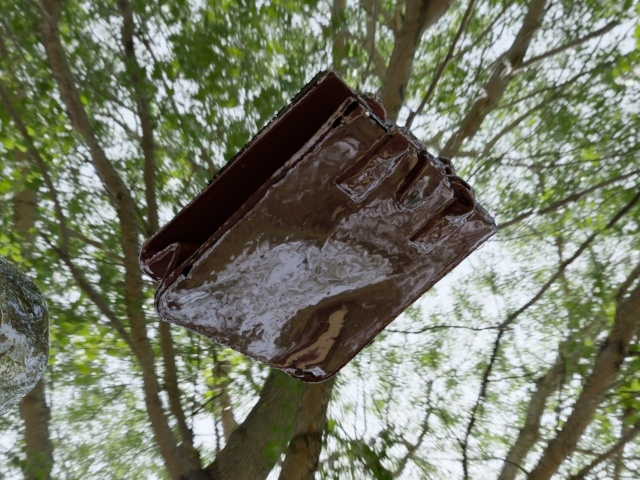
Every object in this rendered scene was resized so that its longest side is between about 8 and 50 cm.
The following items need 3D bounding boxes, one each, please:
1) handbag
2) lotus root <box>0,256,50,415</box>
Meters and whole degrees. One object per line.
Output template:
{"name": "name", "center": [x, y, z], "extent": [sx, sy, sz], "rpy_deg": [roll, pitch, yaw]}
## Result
{"name": "handbag", "center": [0.000, 0.001, 0.783], "extent": [0.275, 0.260, 0.084], "rpy_deg": [-40, -135, 16]}
{"name": "lotus root", "center": [-0.452, 0.114, 1.133], "extent": [0.138, 0.119, 0.235], "rpy_deg": [-32, -125, 12]}
